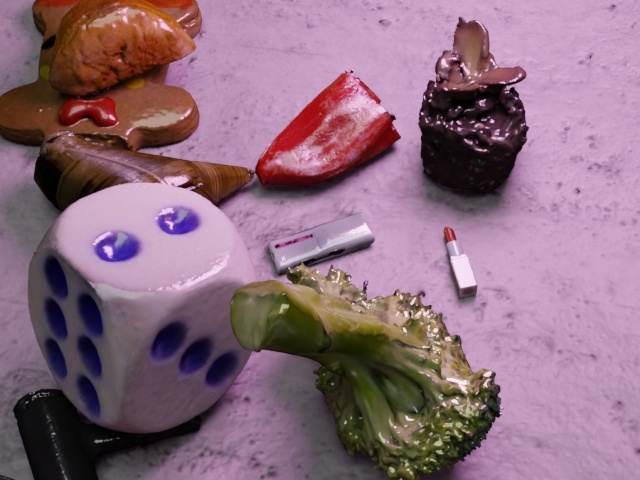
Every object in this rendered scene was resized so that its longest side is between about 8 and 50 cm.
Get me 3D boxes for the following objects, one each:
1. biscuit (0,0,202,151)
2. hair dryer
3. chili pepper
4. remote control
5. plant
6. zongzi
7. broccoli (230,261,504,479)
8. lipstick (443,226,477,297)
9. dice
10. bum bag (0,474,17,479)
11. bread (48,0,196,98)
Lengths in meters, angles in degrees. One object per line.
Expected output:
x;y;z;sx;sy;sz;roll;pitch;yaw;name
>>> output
-0.383;-0.319;2.053;0.368;0.076;0.394;4;55;8;biscuit
-0.290;0.284;1.614;0.251;0.089;0.197;-16;54;-15;hair dryer
0.009;-0.161;1.905;0.253;0.136;0.144;-41;106;-12;chili pepper
0.000;0.000;1.824;0.166;0.029;0.065;-17;56;-8;remote control
0.248;-0.199;1.833;0.178;0.234;0.204;14;51;7;plant
-0.293;-0.109;1.875;0.288;0.134;0.286;-32;53;-33;zongzi
0.069;0.170;1.494;0.353;0.397;0.275;17;82;10;broccoli
0.215;0.028;1.788;0.030;0.030;0.129;-11;55;-4;lipstick
-0.247;0.093;1.598;0.251;0.259;0.243;-26;50;-39;dice
-0.497;0.373;1.598;0.159;0.026;0.109;14;57;7;bum bag
-0.355;-0.356;1.953;0.260;0.134;0.129;-20;52;-12;bread
